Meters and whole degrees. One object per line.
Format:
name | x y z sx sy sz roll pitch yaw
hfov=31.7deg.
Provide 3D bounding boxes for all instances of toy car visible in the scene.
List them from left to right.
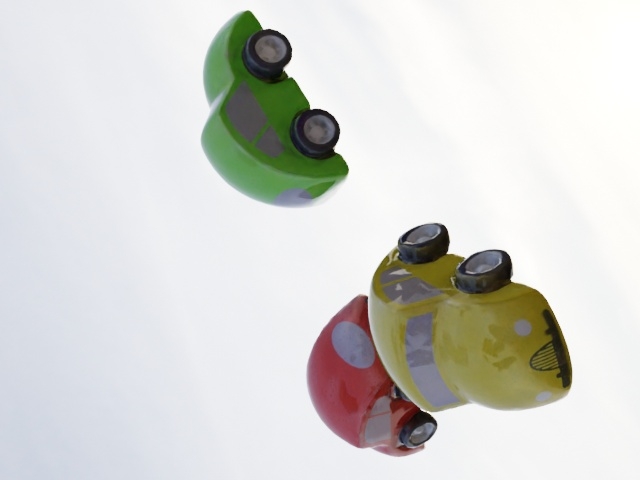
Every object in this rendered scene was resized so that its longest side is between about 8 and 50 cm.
toy car | 0.000 0.000 0.520 0.225 0.053 0.239 58 161 7
